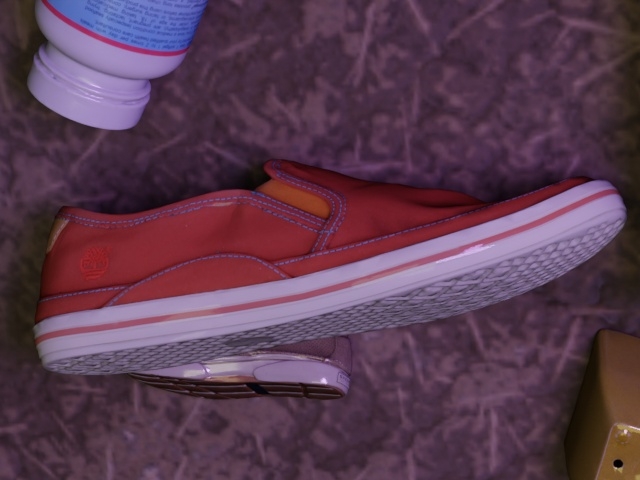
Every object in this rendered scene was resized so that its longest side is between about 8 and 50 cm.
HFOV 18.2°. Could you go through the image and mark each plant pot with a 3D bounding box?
[{"bbox_3d":[0.180,0.110,1.106,0.081,0.083,0.081,15,113,5],"label":"plant pot"}]

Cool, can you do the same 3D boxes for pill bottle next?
[{"bbox_3d":[-0.100,-0.144,1.064,0.087,0.087,0.160,25,112,1],"label":"pill bottle"}]

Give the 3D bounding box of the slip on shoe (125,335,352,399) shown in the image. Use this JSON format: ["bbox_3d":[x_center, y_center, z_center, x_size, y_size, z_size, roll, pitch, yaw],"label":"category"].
[{"bbox_3d":[-0.047,0.067,1.160,0.135,0.051,0.041,0,71,20],"label":"slip on shoe"}]

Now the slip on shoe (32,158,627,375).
[{"bbox_3d":[0.000,0.000,1.090,0.331,0.123,0.101,-10,77,10],"label":"slip on shoe"}]
